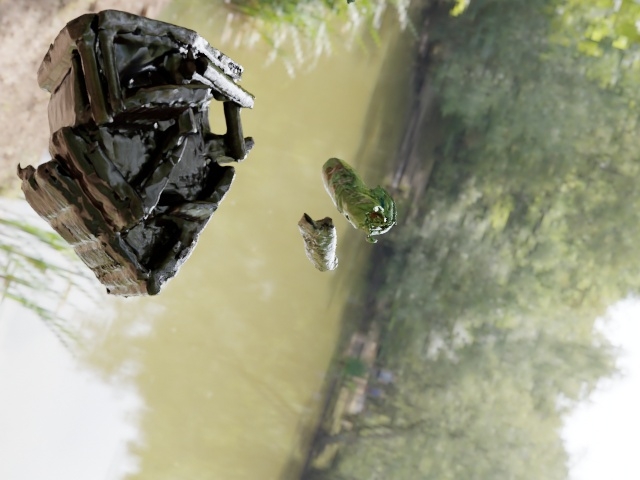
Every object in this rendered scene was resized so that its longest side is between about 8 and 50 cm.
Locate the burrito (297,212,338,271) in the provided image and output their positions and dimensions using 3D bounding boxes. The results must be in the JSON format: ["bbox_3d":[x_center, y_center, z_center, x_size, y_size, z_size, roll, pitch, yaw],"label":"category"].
[{"bbox_3d":[-0.001,0.002,1.579,0.042,0.051,0.171,-58,167,-20],"label":"burrito"}]

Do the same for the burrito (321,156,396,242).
[{"bbox_3d":[0.071,-0.068,1.823,0.288,0.104,0.054,-116,-141,-66],"label":"burrito"}]

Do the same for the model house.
[{"bbox_3d":[-0.185,-0.075,1.281,0.317,0.297,0.282,-14,-105,62],"label":"model house"}]

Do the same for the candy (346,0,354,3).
[{"bbox_3d":[0.087,-0.632,2.029,0.172,0.263,0.398,29,99,-45],"label":"candy"}]
